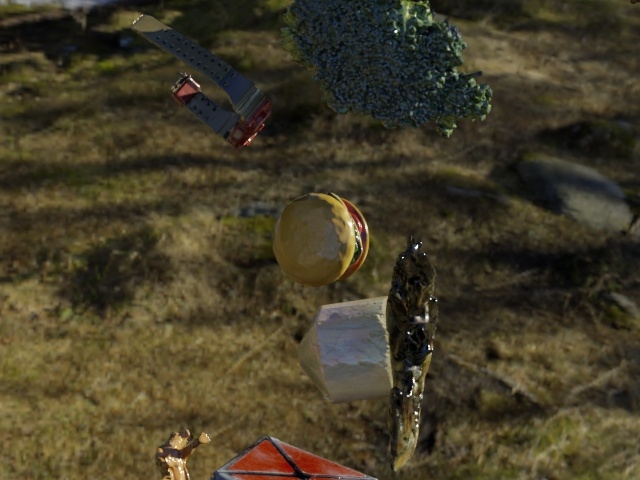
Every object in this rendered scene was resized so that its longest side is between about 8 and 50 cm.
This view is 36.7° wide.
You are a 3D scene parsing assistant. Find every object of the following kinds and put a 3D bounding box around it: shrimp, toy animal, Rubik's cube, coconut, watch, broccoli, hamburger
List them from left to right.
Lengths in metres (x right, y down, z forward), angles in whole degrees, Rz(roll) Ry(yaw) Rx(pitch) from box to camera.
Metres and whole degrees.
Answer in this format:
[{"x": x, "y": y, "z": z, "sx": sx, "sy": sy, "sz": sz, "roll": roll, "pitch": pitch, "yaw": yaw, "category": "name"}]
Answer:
[{"x": -0.276, "y": 0.501, "z": 1.916, "sx": 0.114, "sy": 0.116, "sz": 0.255, "roll": -1, "pitch": 69, "yaw": -29, "category": "toy animal"}, {"x": -0.209, "y": -0.272, "z": 1.676, "sx": 0.268, "sy": 0.165, "sz": 0.102, "roll": 35, "pitch": 66, "yaw": 4, "category": "watch"}, {"x": -0.068, "y": 0.527, "z": 1.697, "sx": 0.255, "sy": 0.260, "sz": 0.259, "roll": 18, "pitch": 7, "yaw": 18, "category": "Rubik's cube"}, {"x": 0.000, "y": 0.000, "z": 1.598, "sx": 0.162, "sy": 0.162, "sz": 0.115, "roll": 26, "pitch": 11, "yaw": 27, "category": "hamburger"}, {"x": 0.069, "y": 0.243, "z": 2.134, "sx": 0.244, "sy": 0.239, "sz": 0.239, "roll": -12, "pitch": 24, "yaw": 14, "category": "coconut"}, {"x": 0.079, "y": -0.353, "z": 1.693, "sx": 0.275, "sy": 0.353, "sz": 0.397, "roll": -30, "pitch": 35, "yaw": 5, "category": "broccoli"}, {"x": 0.115, "y": 0.162, "z": 1.277, "sx": 0.071, "sy": 0.364, "sz": 0.233, "roll": 5, "pitch": 49, "yaw": 7, "category": "shrimp"}]

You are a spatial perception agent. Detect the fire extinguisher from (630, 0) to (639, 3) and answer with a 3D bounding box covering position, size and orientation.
[{"x": 0.253, "y": -0.404, "z": 0.953, "sx": 0.337, "sy": 0.147, "sz": 0.106, "roll": 45, "pitch": -15, "yaw": -9, "category": "fire extinguisher"}]
